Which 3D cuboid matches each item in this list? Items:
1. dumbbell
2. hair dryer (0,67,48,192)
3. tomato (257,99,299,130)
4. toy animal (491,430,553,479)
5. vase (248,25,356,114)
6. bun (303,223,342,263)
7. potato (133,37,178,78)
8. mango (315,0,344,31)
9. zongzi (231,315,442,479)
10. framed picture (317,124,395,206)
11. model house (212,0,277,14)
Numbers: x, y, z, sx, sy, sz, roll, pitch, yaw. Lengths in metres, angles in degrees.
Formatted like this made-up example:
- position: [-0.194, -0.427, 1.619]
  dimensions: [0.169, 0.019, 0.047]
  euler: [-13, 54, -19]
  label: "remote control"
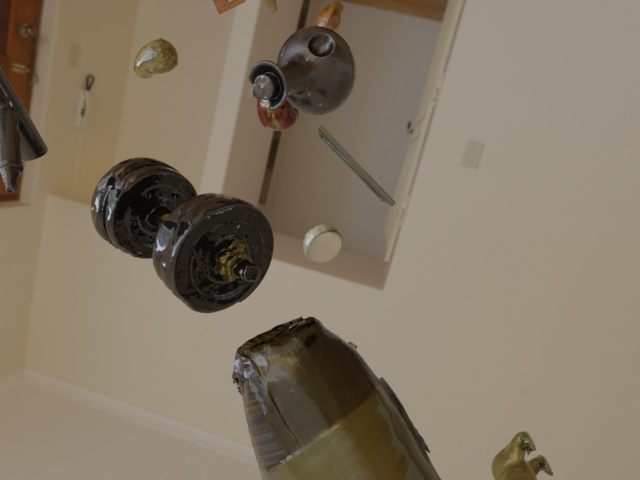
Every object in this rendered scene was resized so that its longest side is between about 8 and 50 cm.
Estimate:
- position: [-0.235, -0.019, 0.748]
  dimensions: [0.388, 0.185, 0.185]
  euler: [25, -165, 37]
  label: "dumbbell"
- position: [-0.437, -0.154, 0.611]
  dimensions: [0.050, 0.173, 0.195]
  euler: [-21, -134, -13]
  label: "hair dryer"
- position: [-0.082, -0.248, 0.838]
  dimensions: [0.075, 0.087, 0.087]
  euler: [-9, -177, 20]
  label: "tomato"
- position: [0.316, 0.396, 0.704]
  dimensions: [0.103, 0.101, 0.218]
  euler: [59, -164, -4]
  label: "toy animal"
- position: [-0.027, -0.222, 0.611]
  dimensions: [0.120, 0.120, 0.183]
  euler: [19, -146, 22]
  label: "vase"
- position: [0.000, 0.000, 1.475]
  dimensions: [0.138, 0.138, 0.094]
  euler: [7, -151, -32]
  label: "bun"
- position: [-0.410, -0.446, 1.104]
  dimensions: [0.137, 0.092, 0.070]
  euler: [-3, 144, 33]
  label: "potato"
- position: [0.029, -0.644, 1.295]
  dimensions: [0.080, 0.114, 0.060]
  euler: [14, 162, 45]
  label: "mango"
- position: [0.004, 0.240, 0.510]
  dimensions: [0.154, 0.289, 0.317]
  euler: [-25, 168, -21]
  label: "zongzi"
- position: [0.115, -0.247, 1.510]
  dimensions: [0.335, 0.022, 0.247]
  euler: [46, -174, -6]
  label: "framed picture"
- position: [-0.200, -0.584, 0.995]
  dimensions: [0.135, 0.219, 0.207]
  euler: [-29, -148, -4]
  label: "model house"
